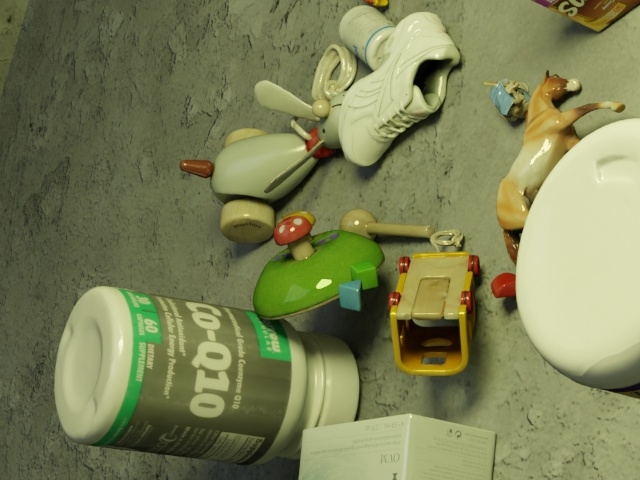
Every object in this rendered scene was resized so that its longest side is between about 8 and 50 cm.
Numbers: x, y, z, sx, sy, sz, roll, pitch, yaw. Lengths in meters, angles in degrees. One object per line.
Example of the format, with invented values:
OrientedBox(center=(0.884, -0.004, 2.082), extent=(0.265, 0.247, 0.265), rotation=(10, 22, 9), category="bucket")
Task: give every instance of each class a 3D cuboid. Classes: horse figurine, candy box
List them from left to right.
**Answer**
OrientedBox(center=(0.270, -0.072, 2.022), extent=(0.174, 0.066, 0.263), rotation=(16, 88, 52), category="horse figurine")
OrientedBox(center=(0.285, -0.316, 1.988), extent=(0.109, 0.186, 0.053), rotation=(-36, 45, 45), category="candy box")

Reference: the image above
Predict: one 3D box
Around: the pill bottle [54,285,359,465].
OrientedBox(center=(-0.145, 0.184, 2.257), extent=(0.204, 0.361, 0.204), rotation=(-26, 59, 54), category="pill bottle")

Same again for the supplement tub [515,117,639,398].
OrientedBox(center=(0.370, 0.042, 1.563), extent=(0.241, 0.331, 0.241), rotation=(-30, 53, 49), category="supplement tub")

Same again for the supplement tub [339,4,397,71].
OrientedBox(center=(0.077, -0.277, 2.403), extent=(0.071, 0.071, 0.107), rotation=(-65, 32, 15), category="supplement tub")

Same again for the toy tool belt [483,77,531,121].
OrientedBox(center=(0.234, -0.171, 2.130), extent=(0.052, 0.051, 0.083), rotation=(-62, 34, 19), category="toy tool belt")

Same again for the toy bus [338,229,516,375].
OrientedBox(center=(0.141, 0.086, 2.105), extent=(0.191, 0.202, 0.104), rotation=(27, 130, 51), category="toy bus")

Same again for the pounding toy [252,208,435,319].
OrientedBox(center=(0.000, 0.000, 2.245), extent=(0.183, 0.237, 0.110), rotation=(-2, 116, 59), category="pounding toy")

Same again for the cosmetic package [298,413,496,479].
OrientedBox(center=(0.081, 0.335, 2.065), extent=(0.224, 0.138, 0.225), rotation=(-17, 63, 53), category="cosmetic package")

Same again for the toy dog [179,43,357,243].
OrientedBox(center=(-0.078, -0.136, 2.494), extent=(0.334, 0.161, 0.220), rotation=(-52, 39, 31), category="toy dog")

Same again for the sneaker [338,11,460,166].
OrientedBox(center=(0.105, -0.186, 2.307), extent=(0.232, 0.090, 0.115), rotation=(-60, 38, 23), category="sneaker")

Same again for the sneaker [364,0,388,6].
OrientedBox(center=(0.113, -0.408, 2.433), extent=(0.067, 0.064, 0.175), rotation=(39, 112, 30), category="sneaker")
